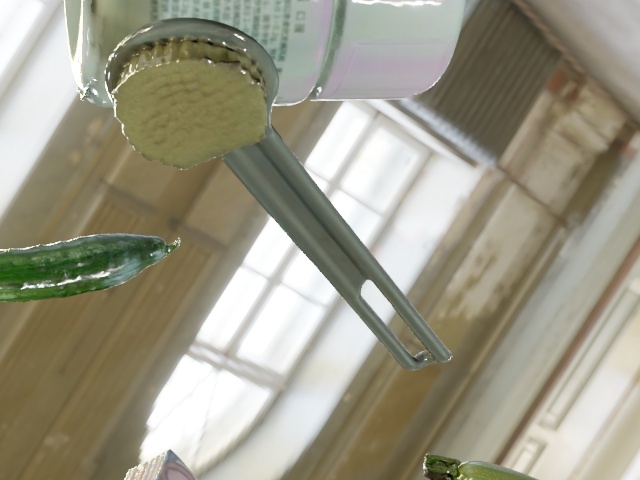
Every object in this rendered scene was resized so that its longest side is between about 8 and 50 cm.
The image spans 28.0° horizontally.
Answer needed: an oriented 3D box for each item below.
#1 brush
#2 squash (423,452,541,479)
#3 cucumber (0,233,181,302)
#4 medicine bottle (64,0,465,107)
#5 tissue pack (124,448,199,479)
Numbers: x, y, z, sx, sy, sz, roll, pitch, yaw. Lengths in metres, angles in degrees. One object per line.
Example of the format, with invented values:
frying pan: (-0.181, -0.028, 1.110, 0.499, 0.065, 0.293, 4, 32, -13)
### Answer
brush: (0.000, 0.000, 0.530, 0.266, 0.062, 0.027, 49, -148, -48)
squash: (0.255, 0.310, 1.400, 0.318, 0.071, 0.080, 28, -171, 32)
cucumber: (-0.162, 0.019, 0.810, 0.155, 0.037, 0.037, -8, -161, -21)
medicine bottle: (-0.030, -0.128, 0.589, 0.168, 0.135, 0.135, -4, -167, -15)
tissue pack: (-0.134, 0.274, 1.110, 0.115, 0.065, 0.155, 55, -160, -17)
